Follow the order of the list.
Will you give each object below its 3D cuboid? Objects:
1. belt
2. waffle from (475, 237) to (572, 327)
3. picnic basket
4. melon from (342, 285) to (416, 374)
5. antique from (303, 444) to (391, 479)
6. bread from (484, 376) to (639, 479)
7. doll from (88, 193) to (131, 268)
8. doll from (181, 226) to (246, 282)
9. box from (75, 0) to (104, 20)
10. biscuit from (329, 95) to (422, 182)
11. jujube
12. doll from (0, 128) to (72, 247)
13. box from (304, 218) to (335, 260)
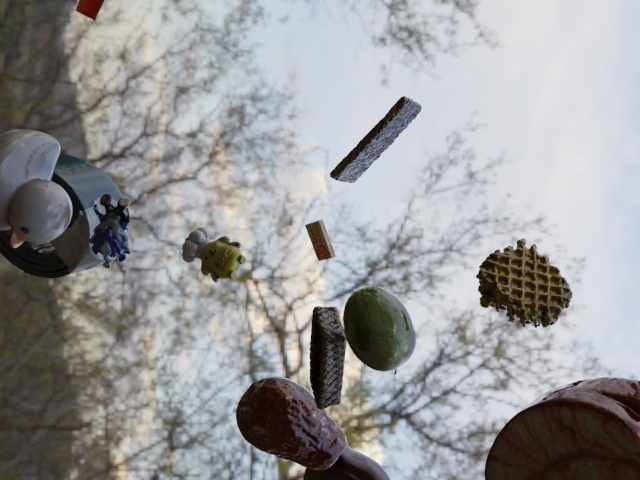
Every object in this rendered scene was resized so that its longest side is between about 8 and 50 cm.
[{"bbox_3d":[-0.692,-0.065,2.506,0.436,0.173,0.300,18,-69,35],"label":"belt"},{"bbox_3d":[0.409,0.096,1.969,0.193,0.197,0.070,39,-40,18],"label":"waffle"},{"bbox_3d":[0.014,0.218,1.809,0.110,0.055,0.193,-108,-161,-53],"label":"picnic basket"},{"bbox_3d":[0.118,0.181,1.920,0.192,0.139,0.139,66,-17,-12],"label":"melon"},{"bbox_3d":[0.072,0.644,2.480,0.278,0.223,0.129,65,13,-4],"label":"antique"},{"bbox_3d":[0.389,0.372,1.390,0.295,0.114,0.328,-29,-99,38],"label":"bread"},{"bbox_3d":[-0.455,-0.014,2.112,0.070,0.096,0.195,-75,-179,-52],"label":"doll"},{"bbox_3d":[-0.243,0.031,2.182,0.162,0.062,0.106,25,-104,28],"label":"doll"},{"bbox_3d":[-0.491,-0.592,2.147,0.123,0.050,0.229,-55,-154,28],"label":"box"},{"bbox_3d":[0.118,-0.205,2.021,0.231,0.131,0.025,-47,-106,15],"label":"biscuit"},{"bbox_3d":[-0.065,0.416,2.175,0.190,0.255,0.190,-50,-173,8],"label":"jujube"},{"bbox_3d":[-0.606,-0.104,2.021,0.221,0.221,0.251,-25,-138,67],"label":"doll"},{"bbox_3d":[0.000,0.000,2.245,0.058,0.015,0.093,-15,-84,53],"label":"box"}]
